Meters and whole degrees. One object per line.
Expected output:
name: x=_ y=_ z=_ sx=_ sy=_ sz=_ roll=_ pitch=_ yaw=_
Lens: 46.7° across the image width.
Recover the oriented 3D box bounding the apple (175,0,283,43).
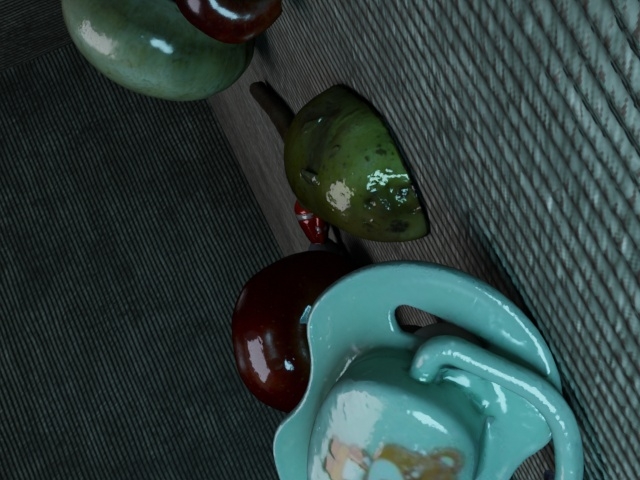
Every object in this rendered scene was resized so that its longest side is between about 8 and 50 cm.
apple: x=-0.118 y=-0.330 z=0.910 sx=0.156 sy=0.147 sz=0.158 roll=44 pitch=-172 yaw=-35

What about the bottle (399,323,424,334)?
bottle: x=0.152 y=0.234 z=0.969 sx=0.260 sy=0.112 sz=0.112 roll=66 pitch=173 yaw=-12

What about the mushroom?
mushroom: x=-0.268 y=-0.397 z=1.288 sx=0.260 sy=0.352 sz=0.352 roll=-47 pitch=60 yaw=36

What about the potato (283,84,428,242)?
potato: x=0.017 y=-0.085 z=0.885 sx=0.160 sy=0.111 sz=0.272 roll=67 pitch=174 yaw=-32

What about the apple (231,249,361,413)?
apple: x=-0.024 y=0.158 z=1.320 sx=0.288 sy=0.288 sz=0.317 roll=65 pitch=169 yaw=-5

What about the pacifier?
pacifier: x=0.113 y=0.168 z=0.733 sx=0.288 sy=0.269 sz=0.344 roll=26 pitch=119 yaw=16

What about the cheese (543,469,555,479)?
cheese: x=0.248 y=0.285 z=0.713 sx=0.105 sy=0.042 sz=0.191 roll=-121 pitch=8 yaw=-48

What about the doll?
doll: x=0.000 y=0.000 z=1.475 sx=0.142 sy=0.076 sz=0.245 roll=-141 pitch=30 yaw=-77

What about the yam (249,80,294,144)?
yam: x=-0.074 y=-0.225 z=1.362 sx=0.045 sy=0.045 sz=0.327 roll=32 pitch=-165 yaw=-33
